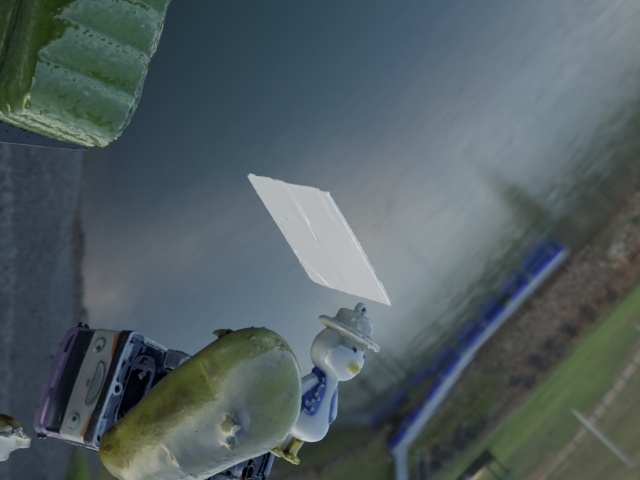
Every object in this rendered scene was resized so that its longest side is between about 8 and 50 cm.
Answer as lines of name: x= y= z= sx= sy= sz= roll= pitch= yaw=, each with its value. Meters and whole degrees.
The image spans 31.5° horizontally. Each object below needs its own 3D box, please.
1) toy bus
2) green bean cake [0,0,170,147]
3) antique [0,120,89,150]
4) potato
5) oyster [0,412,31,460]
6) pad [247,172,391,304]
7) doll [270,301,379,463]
toy bus: x=-0.286 y=0.310 z=2.020 sx=0.440 sy=0.249 sz=0.209 roll=34 pitch=67 yaw=-47
green bean cake: x=-0.234 y=-0.221 z=1.090 sx=0.125 sy=0.222 sz=0.248 roll=19 pitch=90 yaw=-32
antique: x=-0.365 y=-0.147 z=1.243 sx=0.081 sy=0.221 sz=0.080 roll=-160 pitch=-106 yaw=-69
potato: x=-0.093 y=0.143 z=0.909 sx=0.188 sy=0.105 sz=0.085 roll=-30 pitch=-159 yaw=14
oyster: x=-0.411 y=0.217 z=0.989 sx=0.337 sy=0.133 sz=0.198 roll=-32 pitch=143 yaw=20
pad: x=0.000 y=0.000 z=1.533 sx=0.004 sy=0.156 sz=0.232 roll=-52 pitch=135 yaw=-24
doll: x=0.005 y=0.235 z=1.911 sx=0.138 sy=0.119 sz=0.293 roll=36 pitch=80 yaw=-42
